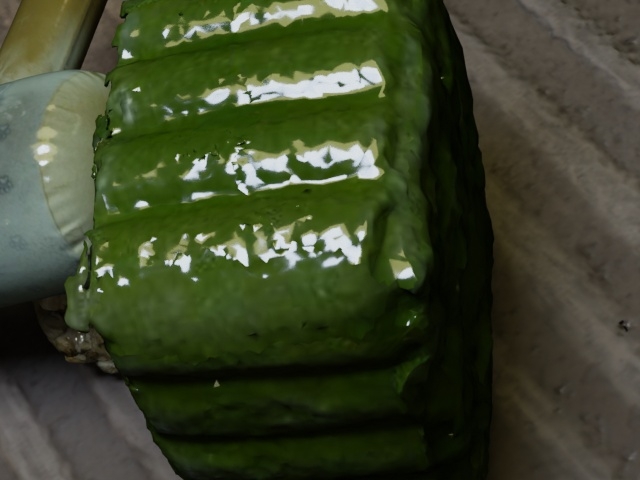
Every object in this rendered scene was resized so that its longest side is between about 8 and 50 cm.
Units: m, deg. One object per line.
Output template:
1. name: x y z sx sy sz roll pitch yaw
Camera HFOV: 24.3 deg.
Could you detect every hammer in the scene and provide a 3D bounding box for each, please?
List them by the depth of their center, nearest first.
1. hammer: -0.155 -0.094 0.822 0.202 0.113 0.305 -10 46 26

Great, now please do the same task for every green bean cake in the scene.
1. green bean cake: 0.000 0.000 0.706 0.156 0.250 0.247 -7 51 12

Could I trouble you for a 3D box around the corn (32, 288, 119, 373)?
1. corn: -0.146 -0.008 0.872 0.087 0.087 0.211 -31 45 -8
